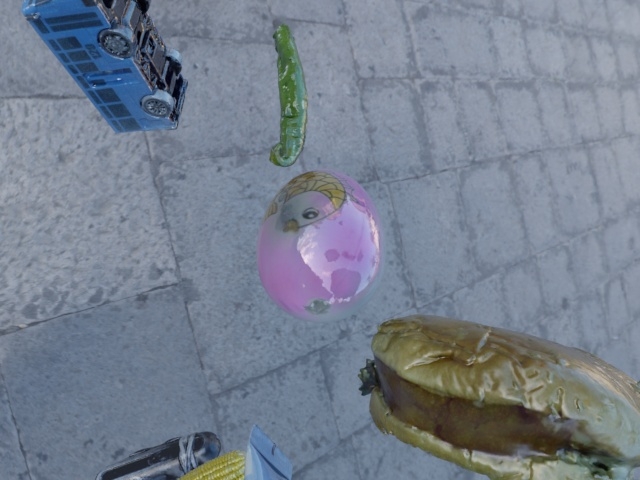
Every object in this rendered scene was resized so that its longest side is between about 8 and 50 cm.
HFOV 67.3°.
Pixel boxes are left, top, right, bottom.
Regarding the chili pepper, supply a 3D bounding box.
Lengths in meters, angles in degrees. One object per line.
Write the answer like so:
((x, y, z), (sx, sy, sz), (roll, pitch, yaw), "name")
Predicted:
((-0.062, -0.280, 0.933), (0.077, 0.085, 0.358), (0, 57, -7), "chili pepper")

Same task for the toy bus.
((-0.289, -0.267, 0.671), (0.234, 0.134, 0.116), (70, 20, -58), "toy bus")

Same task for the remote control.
((-0.332, 0.453, 0.971), (0.066, 0.266, 0.090), (65, 3, -51), "remote control")

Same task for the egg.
((0.000, 0.000, 0.728), (0.196, 0.196, 0.271), (45, 16, -26), "egg")

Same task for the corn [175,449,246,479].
((-0.183, 0.383, 0.738), (0.165, 0.085, 0.063), (-25, 107, -14), "corn")

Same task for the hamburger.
((0.169, 0.153, 0.484), (0.211, 0.309, 0.132), (22, 79, -57), "hamburger")

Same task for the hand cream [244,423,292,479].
((-0.031, 0.272, 0.328), (0.271, 0.058, 0.091), (-98, 165, -48), "hand cream")
